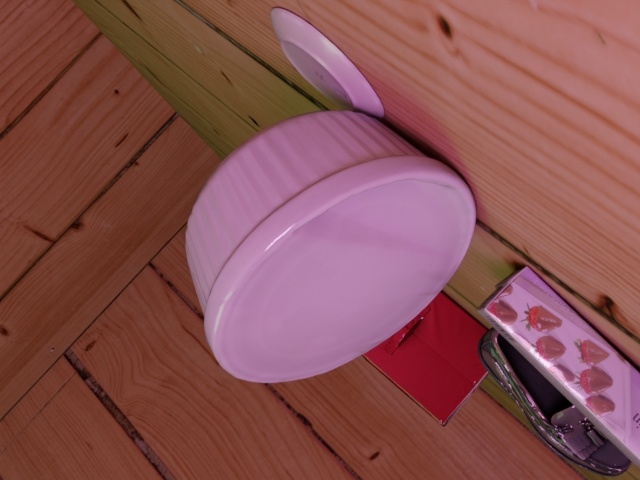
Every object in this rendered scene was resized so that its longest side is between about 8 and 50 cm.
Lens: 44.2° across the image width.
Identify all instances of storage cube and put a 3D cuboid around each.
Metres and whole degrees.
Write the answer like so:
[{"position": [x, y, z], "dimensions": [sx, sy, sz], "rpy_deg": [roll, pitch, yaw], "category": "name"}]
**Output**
[{"position": [0.212, 0.212, 1.461], "dimensions": [0.193, 0.183, 0.215], "rpy_deg": [40, 175, 17], "category": "storage cube"}]

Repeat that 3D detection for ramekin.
[{"position": [0.000, 0.000, 0.738], "dimensions": [0.127, 0.273, 0.273], "rpy_deg": [56, -176, 33], "category": "ramekin"}]

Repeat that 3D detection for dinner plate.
[{"position": [0.002, -0.157, 0.725], "dimensions": [0.141, 0.017, 0.141], "rpy_deg": [41, 177, 3], "category": "dinner plate"}]

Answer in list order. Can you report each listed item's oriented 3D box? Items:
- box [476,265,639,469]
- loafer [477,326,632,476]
[{"position": [0.296, 0.160, 0.789], "dimensions": [0.324, 0.063, 0.067], "rpy_deg": [45, 179, 7], "category": "box"}, {"position": [0.328, 0.224, 1.104], "dimensions": [0.267, 0.096, 0.084], "rpy_deg": [44, 171, 16], "category": "loafer"}]
